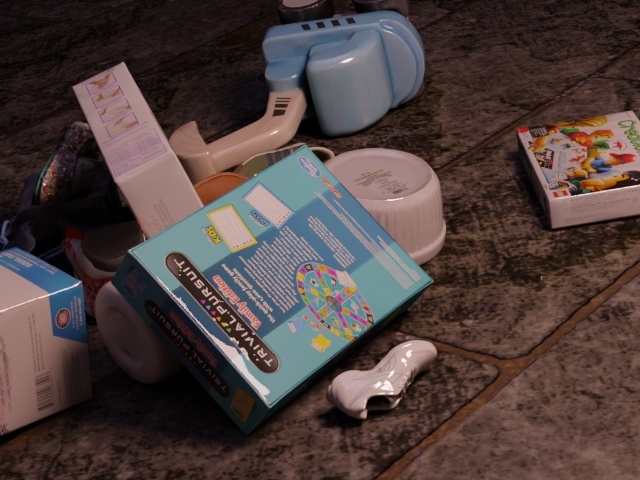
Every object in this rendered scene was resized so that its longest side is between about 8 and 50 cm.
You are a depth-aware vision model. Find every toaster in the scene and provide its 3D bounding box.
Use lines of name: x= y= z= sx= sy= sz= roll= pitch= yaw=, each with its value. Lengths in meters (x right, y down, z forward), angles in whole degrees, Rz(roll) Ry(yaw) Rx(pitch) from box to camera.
toaster: x=-0.398 y=-0.041 z=2.211 sx=0.186 sy=0.110 sz=0.168 roll=-10 pitch=25 yaw=0

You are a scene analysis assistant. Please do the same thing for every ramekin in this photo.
ramekin: x=0.081 y=-0.051 z=2.001 sx=0.207 sy=0.109 sz=0.207 roll=0 pitch=30 yaw=0

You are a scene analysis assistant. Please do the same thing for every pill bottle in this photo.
pill bottle: x=-0.155 y=0.073 z=1.824 sx=0.264 sy=0.146 sz=0.146 roll=-28 pitch=30 yaw=-33

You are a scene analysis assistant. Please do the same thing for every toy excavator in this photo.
toy excavator: x=-0.032 y=-0.265 z=2.468 sx=0.433 sy=0.222 sz=0.445 roll=-7 pitch=33 yaw=12

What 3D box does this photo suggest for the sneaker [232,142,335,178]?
sneaker: x=-0.058 y=-0.119 z=2.295 sx=0.192 sy=0.064 sz=0.086 roll=-26 pitch=24 yaw=-37

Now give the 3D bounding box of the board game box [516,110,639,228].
board game box: x=0.420 y=-0.113 z=2.108 sx=0.193 sy=0.053 sz=0.305 roll=-9 pitch=24 yaw=2

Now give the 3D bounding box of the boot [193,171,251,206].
boot: x=-0.122 y=-0.051 z=2.173 sx=0.197 sy=0.073 sz=0.152 roll=-14 pitch=29 yaw=-1

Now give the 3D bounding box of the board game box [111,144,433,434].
board game box: x=-0.055 y=0.052 z=1.734 sx=0.254 sy=0.079 sz=0.336 roll=47 pitch=48 yaw=10

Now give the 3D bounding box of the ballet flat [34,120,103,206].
ballet flat: x=-0.383 y=-0.123 z=2.157 sx=0.077 sy=0.091 sz=0.241 roll=13 pitch=30 yaw=-3

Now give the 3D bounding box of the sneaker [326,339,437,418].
sneaker: x=0.084 y=0.171 z=1.643 sx=0.152 sy=0.053 sz=0.061 roll=-26 pitch=44 yaw=-25

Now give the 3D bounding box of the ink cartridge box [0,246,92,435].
ink cartridge box: x=-0.433 y=0.136 z=1.722 sx=0.233 sy=0.171 sz=0.168 roll=-20 pitch=30 yaw=-39

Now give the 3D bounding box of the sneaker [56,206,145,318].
sneaker: x=-0.289 y=0.047 z=1.919 sx=0.090 sy=0.145 sz=0.270 roll=-23 pitch=21 yaw=-20

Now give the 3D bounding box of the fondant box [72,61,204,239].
fondant box: x=-0.248 y=-0.092 z=2.040 sx=0.096 sy=0.238 sz=0.330 roll=-29 pitch=36 yaw=-5

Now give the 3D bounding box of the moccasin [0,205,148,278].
moccasin: x=-0.433 y=0.018 z=2.086 sx=0.342 sy=0.116 sz=0.137 roll=-15 pitch=25 yaw=-10
